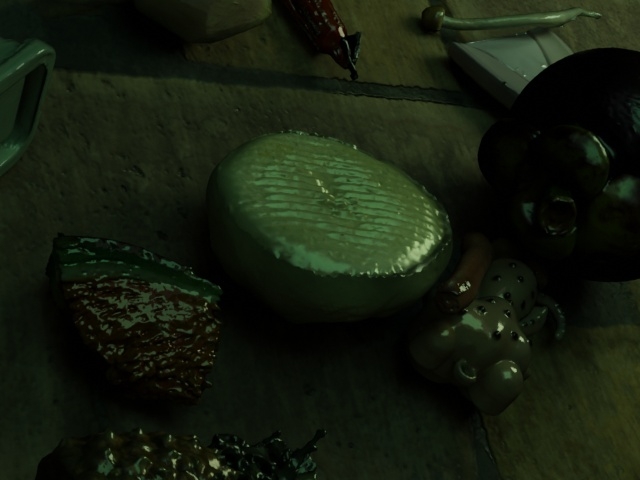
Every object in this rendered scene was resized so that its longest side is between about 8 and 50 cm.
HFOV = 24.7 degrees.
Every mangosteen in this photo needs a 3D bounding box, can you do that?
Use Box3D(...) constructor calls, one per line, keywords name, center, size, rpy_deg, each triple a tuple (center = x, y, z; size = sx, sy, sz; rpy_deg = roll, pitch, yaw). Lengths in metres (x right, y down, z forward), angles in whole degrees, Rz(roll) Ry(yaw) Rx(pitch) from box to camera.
Box3D(name="mangosteen", center=(0.334, -0.094, 1.804), size=(0.313, 0.297, 0.297), rpy_deg=(1, 53, -18))

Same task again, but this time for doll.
Box3D(name="doll", center=(0.200, 0.093, 1.700), size=(0.154, 0.119, 0.278), rpy_deg=(44, 35, 6))

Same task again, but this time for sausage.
Box3D(name="sausage", center=(0.163, 0.035, 1.625), size=(0.043, 0.043, 0.186), rpy_deg=(37, 27, 0))

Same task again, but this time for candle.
Box3D(name="candle", center=(-0.028, -0.328, 1.938), size=(0.084, 0.059, 0.301), rpy_deg=(-18, 63, -27))

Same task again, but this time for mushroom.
Box3D(name="mushroom", center=(0.288, -0.318, 2.094), size=(0.306, 0.043, 0.068), rpy_deg=(-4, 40, -21))

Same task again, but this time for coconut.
Box3D(name="coconut", center=(-0.139, -0.326, 1.790), size=(0.183, 0.171, 0.171), rpy_deg=(24, 45, -8))

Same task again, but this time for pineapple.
Box3D(name="pineapple", center=(-0.092, 0.240, 1.360), size=(0.340, 0.169, 0.169), rpy_deg=(-2, 56, -36))

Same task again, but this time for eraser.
Box3D(name="eraser", center=(0.310, -0.198, 2.033), size=(0.204, 0.059, 0.243), rpy_deg=(-14, 58, -40))

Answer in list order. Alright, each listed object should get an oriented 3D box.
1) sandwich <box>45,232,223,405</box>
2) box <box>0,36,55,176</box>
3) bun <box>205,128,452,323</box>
Box3D(name="sandwich", center=(-0.196, 0.083, 1.471), size=(0.185, 0.109, 0.160), rpy_deg=(15, 68, -23))
Box3D(name="box", center=(-0.429, -0.118, 1.446), size=(0.182, 0.175, 0.312), rpy_deg=(33, 44, 8))
Box3D(name="bun", center=(0.000, 0.000, 1.623), size=(0.287, 0.146, 0.287), rpy_deg=(17, 33, -12))
